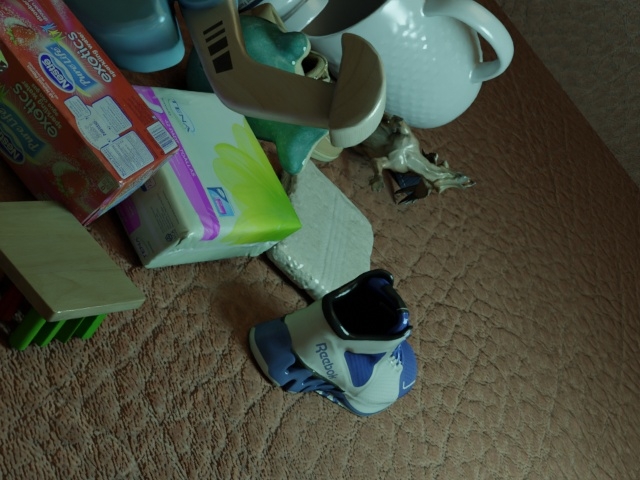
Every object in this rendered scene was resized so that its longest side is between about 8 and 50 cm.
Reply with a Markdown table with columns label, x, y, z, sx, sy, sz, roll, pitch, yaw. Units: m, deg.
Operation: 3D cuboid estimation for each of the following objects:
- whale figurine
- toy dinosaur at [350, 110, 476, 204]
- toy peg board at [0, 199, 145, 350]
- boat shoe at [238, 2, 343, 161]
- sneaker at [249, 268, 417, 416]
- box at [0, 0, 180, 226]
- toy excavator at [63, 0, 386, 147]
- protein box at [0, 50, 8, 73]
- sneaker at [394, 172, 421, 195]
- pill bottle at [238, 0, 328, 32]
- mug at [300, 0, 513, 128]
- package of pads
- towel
| label | x | y | z | sx | sy | sz | roll | pitch | yaw |
| --- | --- | --- | --- | --- | --- | --- | --- | --- | --- |
| whale figurine | -0.096 | -0.214 | 1.924 | 0.141 | 0.216 | 0.272 | 14 | 30 | -47 |
| toy dinosaur | 0.118 | -0.167 | 2.366 | 0.296 | 0.127 | 0.200 | 48 | 10 | 23 |
| toy peg board | -0.301 | 0.041 | 1.420 | 0.160 | 0.079 | 0.161 | 46 | 21 | 18 |
| boat shoe | -0.034 | -0.249 | 2.155 | 0.341 | 0.110 | 0.122 | 45 | 25 | -47 |
| sneaker | 0.069 | 0.138 | 1.810 | 0.315 | 0.182 | 0.127 | 18 | 45 | -52 |
| box | -0.305 | -0.153 | 1.535 | 0.257 | 0.122 | 0.128 | 51 | 37 | -2 |
| toy excavator | -0.168 | -0.293 | 1.701 | 0.222 | 0.433 | 0.445 | 78 | -3 | -79 |
| protein box | -0.447 | -0.194 | 1.271 | 0.200 | 0.201 | 0.136 | 61 | 25 | 12 |
| sneaker | 0.156 | -0.141 | 2.468 | 0.144 | 0.053 | 0.059 | 52 | 23 | -9 |
| pill bottle | -0.116 | -0.471 | 2.270 | 0.265 | 0.153 | 0.153 | 47 | 26 | -18 |
| mug | 0.183 | -0.370 | 2.448 | 0.328 | 0.374 | 0.276 | 45 | 63 | -37 |
| package of pads | -0.173 | -0.089 | 1.756 | 0.296 | 0.101 | 0.229 | -4 | 64 | -62 |
| towel | 0.000 | 0.000 | 2.022 | 0.187 | 0.049 | 0.282 | 44 | 28 | -20 |
